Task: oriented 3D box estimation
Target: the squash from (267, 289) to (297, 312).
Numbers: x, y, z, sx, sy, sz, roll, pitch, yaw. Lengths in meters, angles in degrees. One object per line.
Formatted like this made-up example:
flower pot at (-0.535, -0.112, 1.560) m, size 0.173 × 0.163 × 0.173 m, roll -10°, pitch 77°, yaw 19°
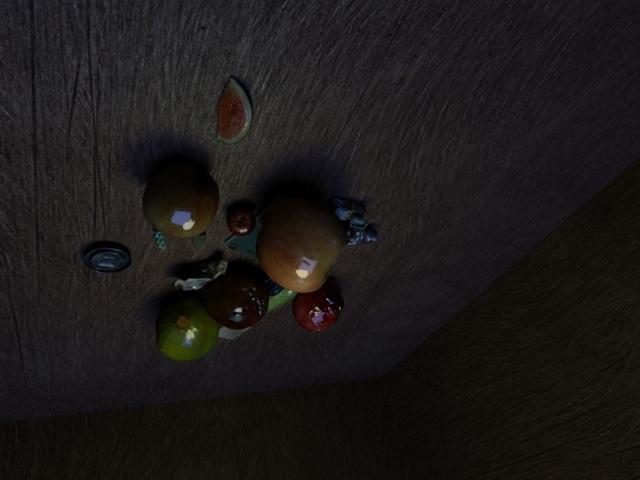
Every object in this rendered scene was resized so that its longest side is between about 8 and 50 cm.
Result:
squash at (-0.261, 0.328, 2.303) m, size 0.370 × 0.118 × 0.118 m, roll -37°, pitch 140°, yaw 27°

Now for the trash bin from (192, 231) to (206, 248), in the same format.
trash bin at (-0.532, -0.008, 1.803) m, size 0.060 × 0.043 × 0.092 m, roll -7°, pitch 146°, yaw -16°

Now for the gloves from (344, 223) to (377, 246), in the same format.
gloves at (0.158, -0.020, 2.026) m, size 0.285 × 0.119 × 0.142 m, roll -3°, pitch 128°, yaw -43°

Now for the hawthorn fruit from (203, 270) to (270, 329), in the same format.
hawthorn fruit at (-0.418, 0.286, 2.022) m, size 0.324 × 0.308 × 0.308 m, roll 20°, pitch 143°, yaw 12°

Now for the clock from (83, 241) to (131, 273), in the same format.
clock at (-0.903, 0.073, 1.747) m, size 0.184 × 0.040 × 0.184 m, roll -12°, pitch 144°, yaw -8°

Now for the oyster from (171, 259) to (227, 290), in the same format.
oyster at (-0.577, 0.170, 1.958) m, size 0.271 × 0.100 × 0.275 m, roll -23°, pitch 176°, yaw -20°

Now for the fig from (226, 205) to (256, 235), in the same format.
fig at (-0.333, -0.071, 1.735) m, size 0.128 × 0.128 × 0.150 m, roll -11°, pitch 143°, yaw -10°

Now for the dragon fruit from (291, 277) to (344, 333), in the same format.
dragon fruit at (-0.015, 0.365, 2.319) m, size 0.295 × 0.296 × 0.302 m, roll 10°, pitch 123°, yaw -34°

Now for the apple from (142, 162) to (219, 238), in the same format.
apple at (-0.489, -0.143, 1.465) m, size 0.256 × 0.257 × 0.234 m, roll 21°, pitch 126°, yaw -42°

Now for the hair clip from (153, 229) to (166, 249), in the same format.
hair clip at (-0.679, -0.011, 1.739) m, size 0.049 × 0.049 × 0.173 m, roll -4°, pitch 143°, yaw -19°

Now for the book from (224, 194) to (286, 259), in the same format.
book at (-0.225, -0.041, 1.899) m, size 0.379 × 0.031 × 0.264 m, roll -37°, pitch 139°, yaw 24°

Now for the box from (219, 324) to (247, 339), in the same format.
box at (-0.515, 0.486, 2.413) m, size 0.212 × 0.095 × 0.168 m, roll -36°, pitch 139°, yaw 24°

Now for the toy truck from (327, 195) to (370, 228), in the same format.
toy truck at (0.127, -0.124, 1.873) m, size 0.177 × 0.115 × 0.080 m, roll 11°, pitch 135°, yaw -32°

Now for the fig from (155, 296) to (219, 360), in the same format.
fig at (-0.677, 0.446, 2.076) m, size 0.343 × 0.343 × 0.343 m, roll -12°, pitch 144°, yaw -9°

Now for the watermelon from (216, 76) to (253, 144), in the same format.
watermelon at (-0.284, -0.415, 1.368) m, size 0.119 × 0.063 × 0.245 m, roll 13°, pitch 136°, yaw -17°

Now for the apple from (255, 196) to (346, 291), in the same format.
apple at (-0.087, 0.009, 1.692) m, size 0.346 × 0.391 × 0.391 m, roll 29°, pitch 133°, yaw 0°

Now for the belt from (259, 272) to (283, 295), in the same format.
belt at (-0.237, 0.216, 2.158) m, size 0.128 × 0.122 × 0.218 m, roll 8°, pitch 139°, yaw -48°
